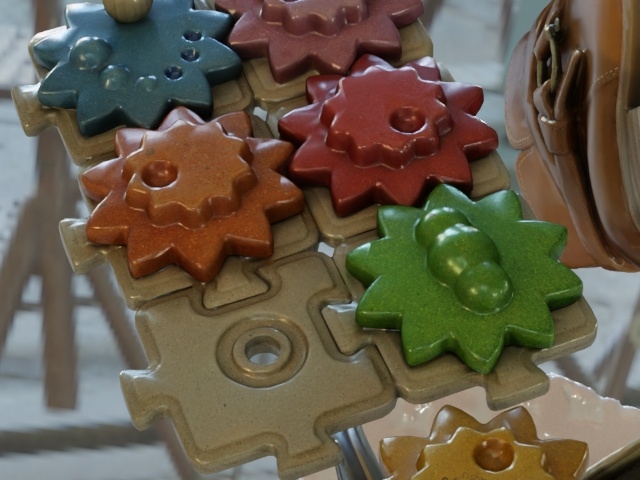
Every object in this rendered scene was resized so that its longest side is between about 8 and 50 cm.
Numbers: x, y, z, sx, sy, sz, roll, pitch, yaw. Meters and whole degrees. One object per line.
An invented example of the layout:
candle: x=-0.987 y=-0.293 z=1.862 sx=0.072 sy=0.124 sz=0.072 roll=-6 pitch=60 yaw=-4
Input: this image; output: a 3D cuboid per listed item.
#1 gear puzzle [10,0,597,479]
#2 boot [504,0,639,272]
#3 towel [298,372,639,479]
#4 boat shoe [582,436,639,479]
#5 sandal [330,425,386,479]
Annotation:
gear puzzle: x=0.000 y=0.000 z=0.730 sx=0.175 sy=0.044 sz=0.339 roll=-17 pitch=50 yaw=-11
boot: x=0.151 y=-0.122 z=0.931 sx=0.109 sy=0.283 sz=0.220 roll=-9 pitch=-4 yaw=-14
towel: x=0.130 y=0.249 z=1.479 sx=0.332 sy=0.317 sz=0.053 roll=25 pitch=-11 yaw=11
boat shoe: x=0.176 y=0.204 z=1.367 sx=0.302 sy=0.098 sz=0.109 roll=-28 pitch=22 yaw=-7
sandal: x=0.062 y=0.154 z=0.928 sx=0.060 sy=0.090 sz=0.219 roll=-22 pitch=35 yaw=-14
